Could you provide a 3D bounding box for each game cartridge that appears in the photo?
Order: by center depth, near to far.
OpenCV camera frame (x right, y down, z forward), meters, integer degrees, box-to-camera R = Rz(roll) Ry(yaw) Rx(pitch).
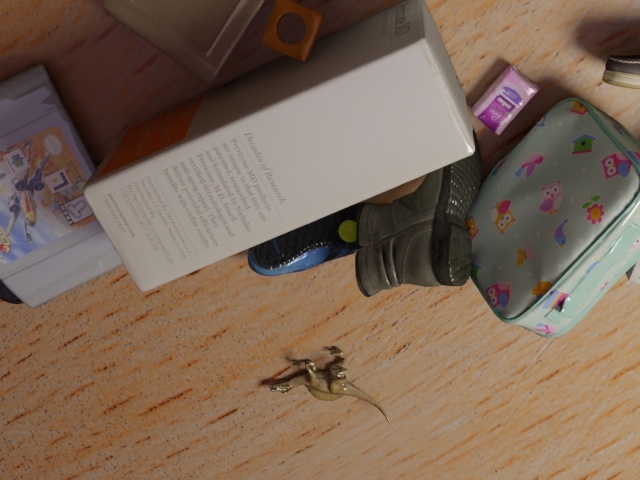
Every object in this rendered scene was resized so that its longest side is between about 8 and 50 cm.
[{"bbox_3d":[-0.394,-0.065,1.649,0.198,0.062,0.297,-28,108,-8],"label":"game cartridge"}]

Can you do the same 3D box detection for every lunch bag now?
[{"bbox_3d":[0.307,-0.019,1.560,0.107,0.224,0.279,19,119,-41],"label":"lunch bag"}]

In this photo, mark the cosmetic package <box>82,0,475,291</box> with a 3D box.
[{"bbox_3d":[-0.047,-0.124,1.537,0.453,0.230,0.162,-22,110,12],"label":"cosmetic package"}]

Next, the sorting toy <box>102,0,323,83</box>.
[{"bbox_3d":[-0.152,-0.322,1.527,0.347,0.047,0.196,36,106,8],"label":"sorting toy"}]

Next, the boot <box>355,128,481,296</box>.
[{"bbox_3d":[0.118,-0.049,1.604,0.161,0.247,0.083,-4,159,33],"label":"boot"}]

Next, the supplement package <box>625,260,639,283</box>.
[{"bbox_3d":[0.531,0.001,1.606,0.244,0.134,0.139,14,114,-3],"label":"supplement package"}]

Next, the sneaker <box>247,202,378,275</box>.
[{"bbox_3d":[0.000,0.000,1.689,0.209,0.082,0.069,-16,78,-6],"label":"sneaker"}]

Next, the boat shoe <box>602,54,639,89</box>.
[{"bbox_3d":[0.492,-0.237,1.523,0.285,0.103,0.092,-3,105,-2],"label":"boat shoe"}]

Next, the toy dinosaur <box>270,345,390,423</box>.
[{"bbox_3d":[0.021,0.207,1.791,0.183,0.053,0.093,11,130,7],"label":"toy dinosaur"}]

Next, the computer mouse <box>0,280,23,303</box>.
[{"bbox_3d":[-0.457,-0.048,1.699,0.262,0.060,0.184,42,92,-18],"label":"computer mouse"}]

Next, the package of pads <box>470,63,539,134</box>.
[{"bbox_3d":[0.241,-0.185,1.597,0.050,0.032,0.083,37,112,-10],"label":"package of pads"}]
